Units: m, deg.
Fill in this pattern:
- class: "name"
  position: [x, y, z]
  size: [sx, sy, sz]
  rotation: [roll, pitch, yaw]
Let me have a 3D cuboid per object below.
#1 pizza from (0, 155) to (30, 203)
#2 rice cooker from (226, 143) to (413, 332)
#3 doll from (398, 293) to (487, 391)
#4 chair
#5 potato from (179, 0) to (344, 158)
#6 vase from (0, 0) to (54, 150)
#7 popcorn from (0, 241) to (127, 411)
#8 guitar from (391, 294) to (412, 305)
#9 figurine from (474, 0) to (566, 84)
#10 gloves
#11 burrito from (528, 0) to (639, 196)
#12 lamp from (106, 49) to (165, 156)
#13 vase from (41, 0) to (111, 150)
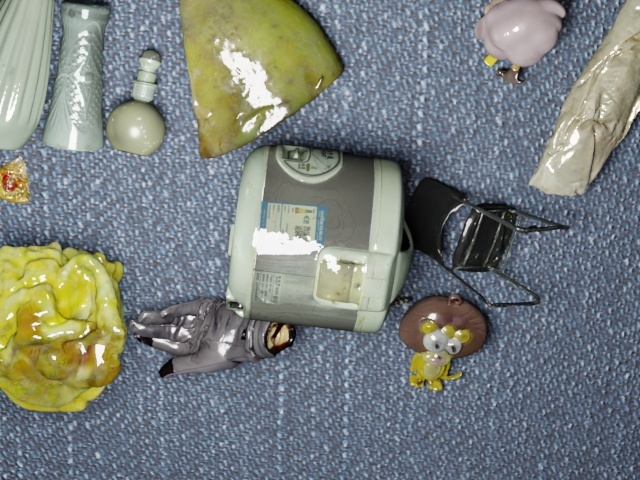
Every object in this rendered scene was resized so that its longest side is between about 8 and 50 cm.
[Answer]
- class: "pizza"
  position: [-0.496, -0.099, 1.749]
  size: [0.083, 0.025, 0.078]
  rotation: [22, 109, -8]
- class: "rice cooker"
  position: [0.003, -0.001, 1.664]
  size: [0.276, 0.288, 0.289]
  rotation: [7, 108, -1]
- class: "doll"
  position: [0.208, 0.171, 1.832]
  size: [0.145, 0.096, 0.188]
  rotation: [-8, 119, 9]
- class: "chair"
  position: [0.256, -0.004, 1.771]
  size: [0.145, 0.221, 0.140]
  rotation: [0, 115, -47]
- class: "potato"
  position: [-0.138, -0.286, 1.659]
  size: [0.269, 0.112, 0.255]
  rotation: [-32, 106, 7]
- class: "vase"
  position: [-0.465, -0.264, 1.650]
  size: [0.128, 0.128, 0.248]
  rotation: [18, 97, -8]
- class: "popcorn"
  position: [-0.420, 0.126, 1.718]
  size: [0.292, 0.237, 0.293]
  rotation: [-1, 112, -3]
- class: "guitar"
  position: [0.038, 0.100, 1.815]
  size: [0.233, 0.088, 0.025]
  rotation: [-2, 110, -11]
- class: "figurine"
  position: [0.296, -0.350, 1.655]
  size: [0.137, 0.112, 0.229]
  rotation: [-10, 99, 7]
- class: "gloves"
  position: [-0.179, 0.160, 1.789]
  size: [0.285, 0.119, 0.142]
  rotation: [4, 77, 19]
- class: "burrito"
  position: [0.458, -0.239, 1.709]
  size: [0.117, 0.076, 0.392]
  rotation: [23, 106, -10]
- class: "lamp"
  position: [-0.275, -0.213, 1.696]
  size: [0.090, 0.091, 0.163]
  rotation: [13, 91, -6]
- class: "vase"
  position: [-0.366, -0.252, 1.672]
  size: [0.096, 0.096, 0.219]
  rotation: [8, 105, -5]
